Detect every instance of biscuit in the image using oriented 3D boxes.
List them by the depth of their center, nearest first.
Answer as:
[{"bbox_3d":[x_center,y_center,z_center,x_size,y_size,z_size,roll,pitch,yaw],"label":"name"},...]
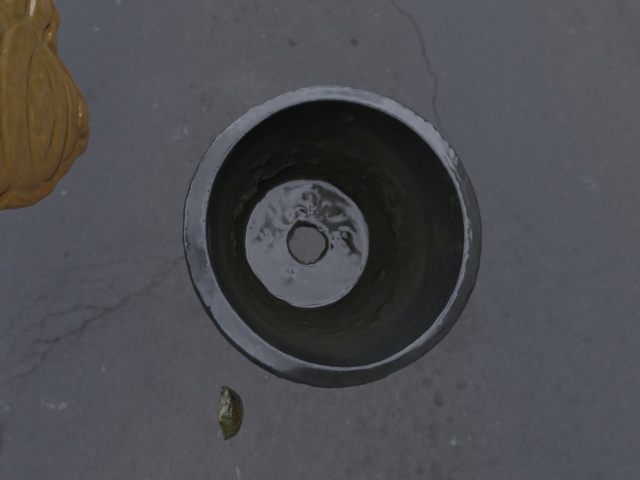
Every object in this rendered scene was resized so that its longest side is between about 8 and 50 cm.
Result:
[{"bbox_3d":[-0.383,-0.183,0.769,0.057,0.312,0.351,1,14,14],"label":"biscuit"}]

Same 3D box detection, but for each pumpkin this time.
[{"bbox_3d":[-0.112,0.222,0.847,0.028,0.083,0.050,1,43,-1],"label":"pumpkin"}]

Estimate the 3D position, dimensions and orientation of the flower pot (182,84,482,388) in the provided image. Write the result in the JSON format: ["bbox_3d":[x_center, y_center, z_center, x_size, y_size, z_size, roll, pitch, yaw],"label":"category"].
[{"bbox_3d":[0.000,0.000,0.645,0.269,0.166,0.268,1,85,-14],"label":"flower pot"}]
